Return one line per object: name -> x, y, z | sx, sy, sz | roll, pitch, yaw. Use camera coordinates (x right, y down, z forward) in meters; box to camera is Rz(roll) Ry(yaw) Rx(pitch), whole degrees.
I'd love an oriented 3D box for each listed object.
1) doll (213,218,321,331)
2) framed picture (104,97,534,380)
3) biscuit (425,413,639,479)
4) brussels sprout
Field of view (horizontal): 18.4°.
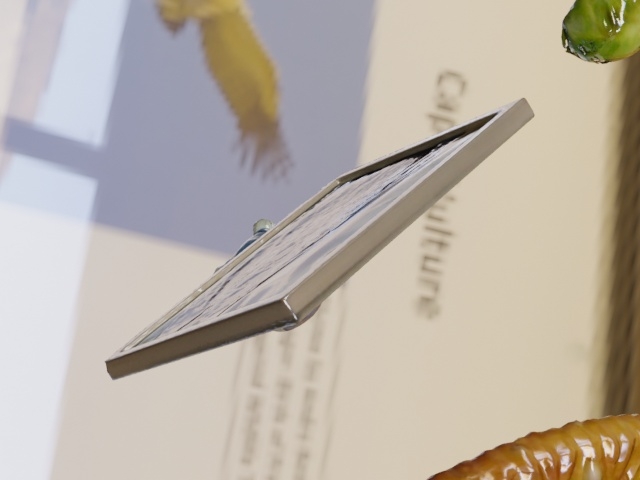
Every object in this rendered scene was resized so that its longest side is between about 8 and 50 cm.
doll -> -0.040, 0.035, 1.563 | 0.076, 0.083, 0.050 | -46, -176, -4
framed picture -> 0.000, -0.001, 1.255 | 0.192, 0.018, 0.265 | -21, -166, 47
biscuit -> 0.062, 0.186, 0.873 | 0.038, 0.305, 0.305 | 57, -43, 33
brussels sprout -> 0.148, -0.112, 0.911 | 0.083, 0.046, 0.051 | -49, 177, -40
